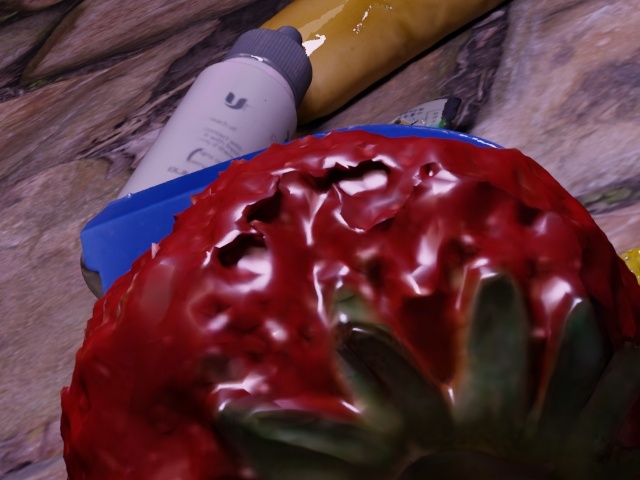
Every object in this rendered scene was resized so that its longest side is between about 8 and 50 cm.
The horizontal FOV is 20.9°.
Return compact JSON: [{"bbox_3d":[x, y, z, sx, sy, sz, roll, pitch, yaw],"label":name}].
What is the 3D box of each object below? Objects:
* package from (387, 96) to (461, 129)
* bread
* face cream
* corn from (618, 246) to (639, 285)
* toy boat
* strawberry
[{"bbox_3d":[0.015,-0.025,1.216,0.166,0.040,0.232,-21,26,28],"label":"package"},{"bbox_3d":[0.066,-0.209,1.504,0.305,0.091,0.142,-34,16,-12],"label":"bread"},{"bbox_3d":[-0.078,-0.069,1.318,0.092,0.092,0.311,-15,33,34],"label":"face cream"},{"bbox_3d":[0.137,0.052,0.824,0.248,0.081,0.081,-27,21,10],"label":"corn"},{"bbox_3d":[0.000,0.000,1.076,0.295,0.129,0.088,-17,-9,25],"label":"toy boat"},{"bbox_3d":[0.009,0.084,0.700,0.257,0.257,0.277,-34,8,-10],"label":"strawberry"}]
